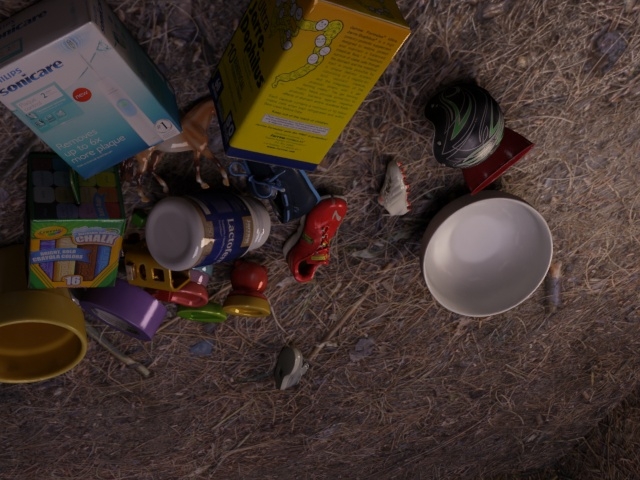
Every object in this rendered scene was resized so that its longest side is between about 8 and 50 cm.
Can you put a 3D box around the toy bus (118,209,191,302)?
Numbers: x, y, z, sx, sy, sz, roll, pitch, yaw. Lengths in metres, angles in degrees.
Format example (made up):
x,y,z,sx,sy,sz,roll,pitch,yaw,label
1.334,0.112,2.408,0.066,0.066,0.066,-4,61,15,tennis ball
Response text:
x,y,z,sx,sy,sz,roll,pitch,yaw,label
-0.387,0.051,1.799,0.202,0.191,0.104,-43,-179,32,toy bus

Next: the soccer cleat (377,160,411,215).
x,y,z,sx,sy,sz,roll,pitch,yaw,label
0.170,-0.116,1.938,0.076,0.068,0.196,-15,148,1,soccer cleat

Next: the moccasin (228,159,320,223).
x,y,z,sx,sy,sz,roll,pitch,yaw,label
-0.099,-0.130,1.723,0.117,0.138,0.342,-43,142,-3,moccasin

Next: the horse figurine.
x,y,z,sx,sy,sz,roll,pitch,yaw,label
-0.293,-0.177,1.616,0.263,0.066,0.175,-10,106,8,horse figurine

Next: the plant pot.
x,y,z,sx,sy,sz,roll,pitch,yaw,label
-0.648,0.147,1.788,0.253,0.239,0.254,-11,144,-8,plant pot

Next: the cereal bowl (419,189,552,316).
x,y,z,sx,sy,sz,roll,pitch,yaw,label
0.413,0.019,2.107,0.338,0.141,0.339,-3,114,-6,cereal bowl

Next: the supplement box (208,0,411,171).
x,y,z,sx,sy,sz,roll,pitch,yaw,label
-0.034,-0.322,1.458,0.195,0.194,0.357,8,137,-32,supplement box

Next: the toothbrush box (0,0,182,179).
x,y,z,sx,sy,sz,roll,pitch,yaw,label
-0.410,-0.272,1.425,0.216,0.126,0.295,-24,143,8,toothbrush box

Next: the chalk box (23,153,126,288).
x,y,z,sx,sy,sz,roll,pitch,yaw,label
-0.492,-0.057,1.632,0.179,0.180,0.289,0,142,-23,chalk box

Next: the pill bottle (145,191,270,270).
x,y,z,sx,sy,sz,roll,pitch,yaw,label
-0.232,-0.026,1.746,0.153,0.153,0.264,-41,165,30,pill bottle

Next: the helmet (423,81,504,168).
x,y,z,sx,sy,sz,roll,pitch,yaw,label
0.309,-0.239,1.745,0.169,0.162,0.169,-11,144,-8,helmet

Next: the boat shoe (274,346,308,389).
x,y,z,sx,sy,sz,roll,pitch,yaw,label
-0.082,0.385,2.504,0.081,0.079,0.228,-12,150,-24,boat shoe

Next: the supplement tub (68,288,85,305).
x,y,z,sx,sy,sz,roll,pitch,yaw,label
-0.618,0.140,1.938,0.107,0.071,0.071,-28,143,14,supplement tub

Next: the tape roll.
x,y,z,sx,sy,sz,roll,pitch,yaw,label
-0.462,0.157,1.915,0.188,0.080,0.189,23,158,10,tape roll

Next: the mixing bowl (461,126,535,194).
x,y,z,sx,sy,sz,roll,pitch,yaw,label
0.386,-0.197,1.864,0.181,0.098,0.181,-37,171,-7,mixing bowl

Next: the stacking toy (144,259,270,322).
x,y,z,sx,sy,sz,roll,pitch,yaw,label
-0.302,0.109,2.047,0.308,0.131,0.279,19,157,-36,stacking toy

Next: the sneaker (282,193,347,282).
x,y,z,sx,sy,sz,roll,pitch,yaw,label
0.000,0.000,1.972,0.107,0.118,0.279,1,141,-26,sneaker
